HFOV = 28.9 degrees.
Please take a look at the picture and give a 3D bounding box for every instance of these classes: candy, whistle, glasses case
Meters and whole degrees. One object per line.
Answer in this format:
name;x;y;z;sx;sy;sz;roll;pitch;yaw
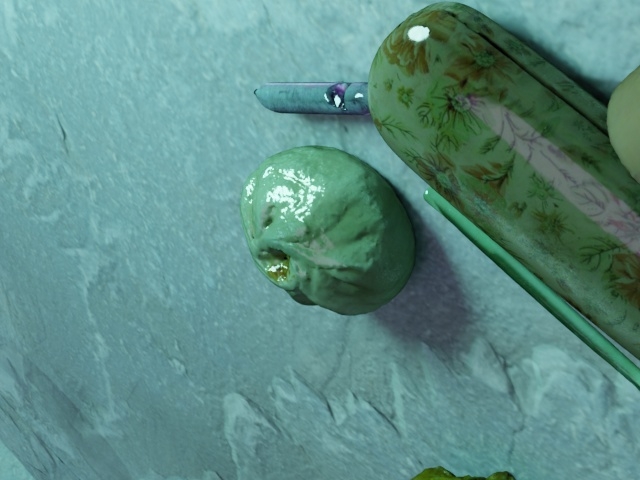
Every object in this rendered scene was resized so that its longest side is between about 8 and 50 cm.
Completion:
candy;0.247;0.092;1.093;0.440;0.119;0.119;45;148;22
whistle;0.003;-0.138;1.201;0.176;0.033;0.033;7;128;46
glasses case;0.211;-0.028;0.998;0.425;0.098;0.156;41;144;14

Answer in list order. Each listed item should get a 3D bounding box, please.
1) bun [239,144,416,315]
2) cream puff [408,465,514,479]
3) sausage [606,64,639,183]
bun;0.000;0.000;1.269;0.195;0.118;0.195;27;139;27
cream puff;0.156;0.355;1.362;0.244;0.196;0.244;33;145;27
sausage;0.301;-0.117;0.782;0.123;0.123;0.253;48;147;3
